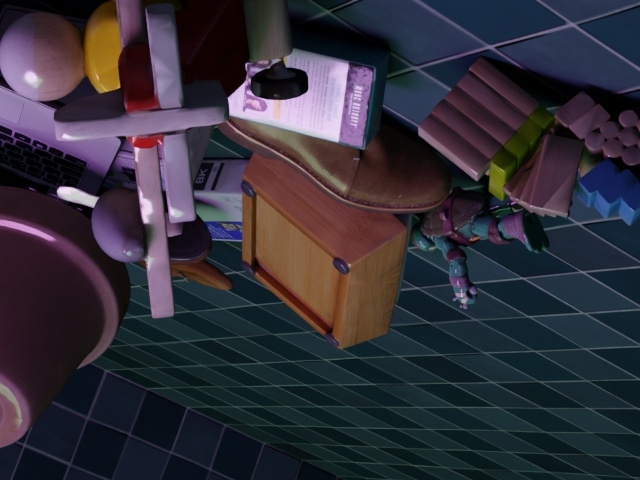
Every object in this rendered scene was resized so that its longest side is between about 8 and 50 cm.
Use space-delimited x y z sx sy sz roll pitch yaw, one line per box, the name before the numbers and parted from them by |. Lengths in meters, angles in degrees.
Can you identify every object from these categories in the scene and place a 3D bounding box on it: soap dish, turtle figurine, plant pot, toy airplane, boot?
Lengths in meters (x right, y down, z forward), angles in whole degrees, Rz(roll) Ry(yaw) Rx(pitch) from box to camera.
soap dish | 0.000 0.000 2.060 0.229 0.118 0.291 40 156 18
turtle figurine | 0.188 -0.009 1.958 0.118 0.175 0.234 38 145 -28
plant pot | -0.367 0.108 1.811 0.263 0.229 0.263 5 132 6
toy airplane | -0.180 -0.160 1.499 0.272 0.386 0.384 2 158 12
boot | 0.029 -0.123 1.878 0.305 0.112 0.115 23 147 -14
boot | -0.213 0.026 2.374 0.264 0.096 0.280 7 160 31

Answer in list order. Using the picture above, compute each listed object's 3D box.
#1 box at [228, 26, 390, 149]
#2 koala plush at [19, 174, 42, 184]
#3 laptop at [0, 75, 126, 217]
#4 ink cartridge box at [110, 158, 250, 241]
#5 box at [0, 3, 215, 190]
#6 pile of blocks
box | -0.051 -0.183 1.759 0.244 0.060 0.100 15 121 13
koala plush | -0.436 -0.018 2.554 0.196 0.203 0.221 48 -174 -5
laptop | -0.472 -0.041 1.865 0.382 0.236 0.408 23 160 -9
ink cartridge box | -0.170 -0.057 2.341 0.332 0.065 0.165 1 156 41
box | -0.272 -0.171 1.927 0.290 0.169 0.087 14 162 19
pile of blocks | 0.283 -0.070 1.677 0.362 0.149 0.112 15 162 11
